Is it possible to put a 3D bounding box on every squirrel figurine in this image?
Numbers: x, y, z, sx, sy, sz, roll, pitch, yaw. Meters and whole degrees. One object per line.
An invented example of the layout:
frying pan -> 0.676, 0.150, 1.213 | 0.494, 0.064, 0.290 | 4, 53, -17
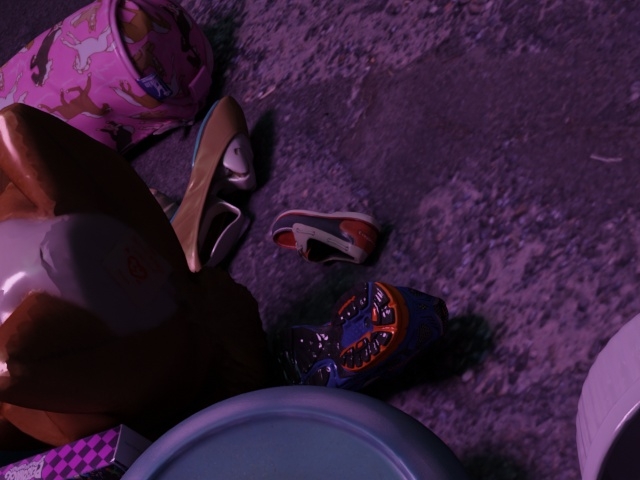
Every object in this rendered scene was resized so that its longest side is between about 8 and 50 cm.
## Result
squirrel figurine -> -0.259, 0.120, 1.654 | 0.370, 0.397, 0.281 | -34, 52, 32

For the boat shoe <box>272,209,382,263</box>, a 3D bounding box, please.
boat shoe -> 0.000, 0.000, 1.735 | 0.137, 0.049, 0.043 | 1, 61, 47

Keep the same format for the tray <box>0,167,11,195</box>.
tray -> -0.452, 0.052, 2.094 | 0.411, 0.076, 0.203 | -44, 46, 40

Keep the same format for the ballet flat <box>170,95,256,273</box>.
ballet flat -> -0.104, -0.044, 1.906 | 0.073, 0.080, 0.232 | 8, 64, 24

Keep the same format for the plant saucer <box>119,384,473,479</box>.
plant saucer -> -0.031, 0.243, 1.331 | 0.317, 0.044, 0.318 | -6, 61, 11

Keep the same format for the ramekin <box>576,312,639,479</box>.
ramekin -> 0.255, 0.123, 1.139 | 0.207, 0.207, 0.109 | -42, 24, 16

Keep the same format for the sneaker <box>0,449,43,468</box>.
sneaker -> -0.339, 0.134, 1.894 | 0.295, 0.178, 0.124 | -90, 26, -45

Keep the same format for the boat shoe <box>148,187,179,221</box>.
boat shoe -> -0.277, -0.031, 2.032 | 0.302, 0.098, 0.109 | -5, 25, 46

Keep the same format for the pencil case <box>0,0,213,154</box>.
pencil case -> -0.303, -0.141, 2.153 | 0.386, 0.160, 0.167 | -29, 62, 33

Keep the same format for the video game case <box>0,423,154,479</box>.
video game case -> -0.168, 0.241, 1.549 | 0.232, 0.210, 0.042 | -23, 44, 40

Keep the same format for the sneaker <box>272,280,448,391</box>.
sneaker -> 0.032, 0.098, 1.573 | 0.221, 0.087, 0.083 | -31, 63, 53
